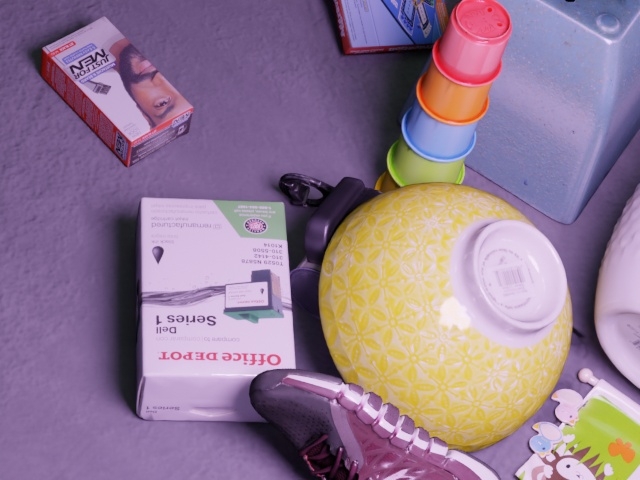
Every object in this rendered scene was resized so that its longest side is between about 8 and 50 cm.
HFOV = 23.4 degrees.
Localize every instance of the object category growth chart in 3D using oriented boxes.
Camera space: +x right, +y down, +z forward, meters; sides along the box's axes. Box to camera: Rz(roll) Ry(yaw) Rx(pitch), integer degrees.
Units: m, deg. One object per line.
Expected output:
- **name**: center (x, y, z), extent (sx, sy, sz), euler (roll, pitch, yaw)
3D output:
- **growth chart**: center (0.289, 0.251, 1.610), extent (0.172, 0.021, 0.237), euler (29, 55, 10)

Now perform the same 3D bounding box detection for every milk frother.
- **milk frother**: center (0.000, 0.000, 1.691), extent (0.143, 0.129, 0.135), euler (-2, 40, 43)

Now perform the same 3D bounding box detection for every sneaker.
- **sneaker**: center (0.039, 0.245, 1.490), extent (0.281, 0.106, 0.162), euler (28, 61, -10)

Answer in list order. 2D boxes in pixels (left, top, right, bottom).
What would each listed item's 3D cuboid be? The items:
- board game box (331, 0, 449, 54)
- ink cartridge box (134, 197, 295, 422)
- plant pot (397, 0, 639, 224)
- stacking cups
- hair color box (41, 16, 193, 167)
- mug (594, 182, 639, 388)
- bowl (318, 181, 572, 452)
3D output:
- **board game box**: center (0.069, -0.368, 1.927), extent (0.145, 0.027, 0.281), euler (-6, 75, -22)
- **ink cartridge box**: center (-0.112, 0.071, 1.609), extent (0.160, 0.093, 0.219), euler (1, 56, -10)
- **plant pot**: center (0.275, -0.225, 1.792), extent (0.248, 0.252, 0.247), euler (33, 56, 11)
- **stacking cups**: center (0.129, -0.132, 1.660), extent (0.096, 0.316, 0.096), euler (4, 57, -6)
- **hair color box**: center (-0.235, -0.173, 1.777), extent (0.093, 0.053, 0.167), euler (-34, 69, -29)
- **mug**: center (0.484, 0.052, 1.659), extent (0.374, 0.276, 0.328), euler (49, 67, -13)
- **bowl**: center (0.159, 0.058, 1.574), extent (0.289, 0.156, 0.289), euler (13, 64, -28)
